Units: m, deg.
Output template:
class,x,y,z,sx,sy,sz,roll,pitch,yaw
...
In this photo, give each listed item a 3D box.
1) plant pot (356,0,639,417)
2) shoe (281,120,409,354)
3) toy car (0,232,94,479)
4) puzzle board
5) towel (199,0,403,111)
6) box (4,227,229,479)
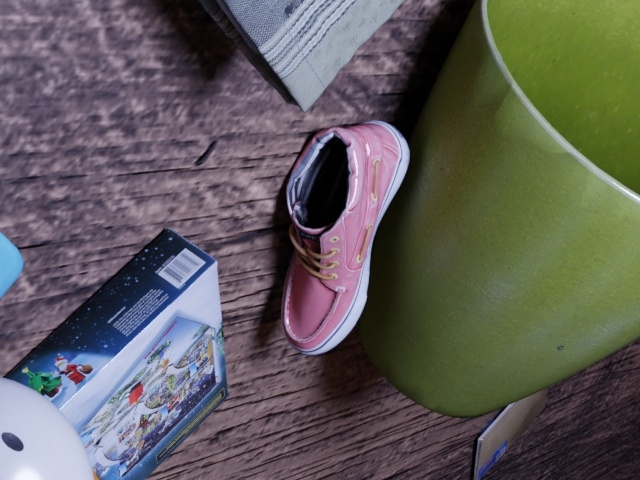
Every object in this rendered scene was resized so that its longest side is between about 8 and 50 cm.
class,x,y,z,sx,sy,sz,roll,pitch,yaw
plant pot,0.159,-0.008,1.422,0.275,0.275,0.293,-25,157,-51
shoe,0.000,0.000,1.330,0.081,0.063,0.178,-7,122,-60
toy car,-0.184,0.090,0.846,0.219,0.238,0.210,-51,157,-14
puzzle board,0.205,0.195,2.060,0.128,0.011,0.096,-44,155,-27
towel,0.026,-0.254,0.993,0.324,0.056,0.312,-50,152,-6
box,-0.152,0.120,1.199,0.233,0.044,0.159,-44,155,-27
